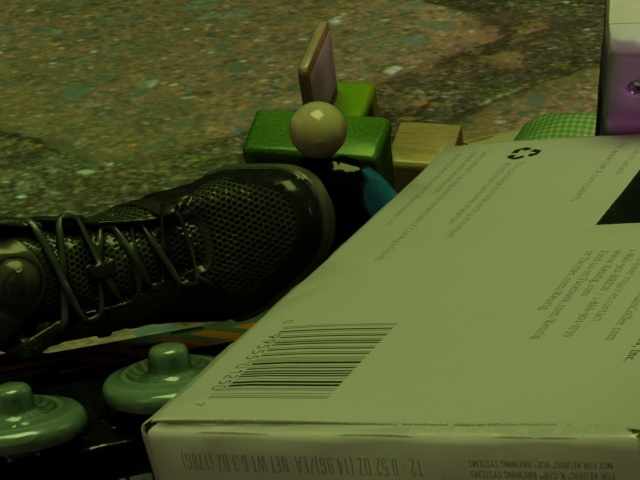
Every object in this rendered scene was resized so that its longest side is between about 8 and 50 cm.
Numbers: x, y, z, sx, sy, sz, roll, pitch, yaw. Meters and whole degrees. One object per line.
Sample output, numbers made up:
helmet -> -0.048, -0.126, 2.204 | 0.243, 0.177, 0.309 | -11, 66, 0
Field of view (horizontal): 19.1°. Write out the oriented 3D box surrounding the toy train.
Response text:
toy train -> -0.095, 0.114, 1.089 | 0.334, 0.142, 0.190 | -11, 15, -17

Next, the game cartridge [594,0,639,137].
game cartridge -> 0.273, -0.022, 1.118 | 0.230, 0.355, 0.068 | 3, 59, 7

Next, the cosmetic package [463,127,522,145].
cosmetic package -> 0.172, -0.059, 1.528 | 0.115, 0.060, 0.041 | -11, 24, -21

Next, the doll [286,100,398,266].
doll -> 0.000, 0.000, 1.254 | 0.129, 0.189, 0.046 | 3, 24, 14

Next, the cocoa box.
cocoa box -> 0.118, 0.111, 0.907 | 0.231, 0.228, 0.347 | -2, 22, 28

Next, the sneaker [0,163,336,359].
sneaker -> -0.108, 0.016, 1.041 | 0.228, 0.087, 0.130 | -11, 3, 24

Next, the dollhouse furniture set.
dollhouse furniture set -> 0.124, -0.064, 1.365 | 0.302, 0.151, 0.197 | 5, 45, 16
